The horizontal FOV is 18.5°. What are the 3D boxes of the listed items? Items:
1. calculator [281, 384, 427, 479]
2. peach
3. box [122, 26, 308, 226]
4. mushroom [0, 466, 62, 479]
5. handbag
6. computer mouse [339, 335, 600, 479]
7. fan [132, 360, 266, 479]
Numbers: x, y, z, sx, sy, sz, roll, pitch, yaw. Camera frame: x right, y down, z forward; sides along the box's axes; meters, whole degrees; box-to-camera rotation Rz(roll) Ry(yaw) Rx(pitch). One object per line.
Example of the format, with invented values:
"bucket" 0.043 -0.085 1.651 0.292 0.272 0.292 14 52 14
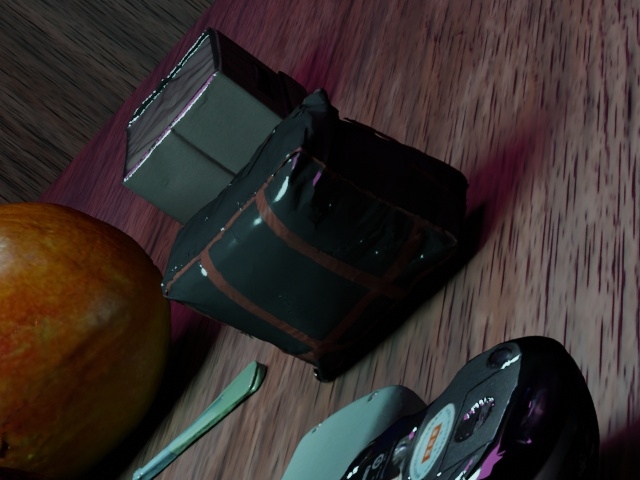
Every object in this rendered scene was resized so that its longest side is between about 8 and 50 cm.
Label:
"calculator" -0.002 0.197 1.344 0.141 0.045 0.246 -36 21 49
"peach" -0.317 0.117 2.020 0.372 0.290 0.372 -44 -2 -2
"box" -0.120 -0.122 2.292 0.188 0.153 0.252 -50 16 14
"mushroom" -0.308 0.316 1.792 0.148 0.227 0.217 89 -170 -73
"handbag" 0.000 0.000 1.572 0.215 0.169 0.155 -45 18 36
"computer mouse" 0.083 0.146 1.104 0.233 0.096 0.137 -42 12 50
"fan" -0.115 0.174 1.825 0.193 0.016 0.038 -44 19 30
